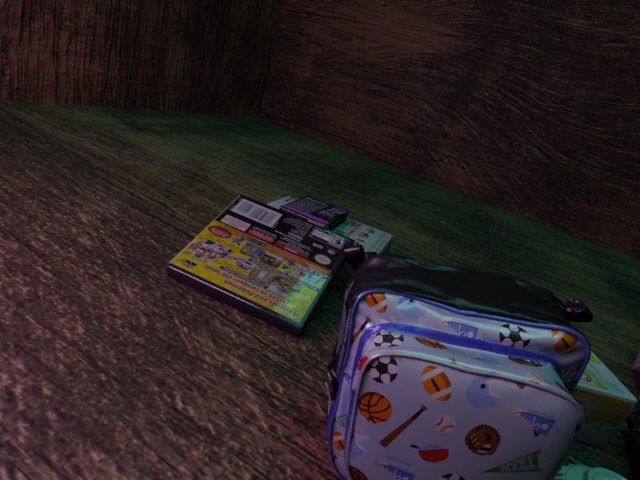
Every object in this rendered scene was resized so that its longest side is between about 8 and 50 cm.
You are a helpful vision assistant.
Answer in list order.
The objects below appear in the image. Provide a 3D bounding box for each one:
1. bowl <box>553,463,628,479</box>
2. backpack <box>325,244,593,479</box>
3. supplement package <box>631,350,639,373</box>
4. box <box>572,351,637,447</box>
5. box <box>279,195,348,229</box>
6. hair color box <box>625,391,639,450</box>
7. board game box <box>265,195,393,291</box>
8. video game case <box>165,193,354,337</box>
[{"bbox_3d":[0.330,0.322,0.479,0.170,0.080,0.170,15,22,-6],"label":"bowl"},{"bbox_3d":[0.127,0.171,0.452,0.277,0.263,0.213,13,27,10],"label":"backpack"},{"bbox_3d":[0.829,0.232,0.814,0.263,0.199,0.198,30,-11,29],"label":"supplement package"},{"bbox_3d":[0.412,0.233,0.724,0.114,0.103,0.203,15,21,-5],"label":"box"},{"bbox_3d":[-0.013,-0.063,0.976,0.116,0.029,0.162,23,24,16],"label":"box"},{"bbox_3d":[0.529,0.287,0.521,0.174,0.105,0.347,23,8,27],"label":"hair color box"},{"bbox_3d":[0.000,0.000,0.999,0.304,0.097,0.224,22,23,16],"label":"board game box"},{"bbox_3d":[-0.105,0.032,0.802,0.275,0.035,0.248,22,45,13],"label":"video game case"}]
